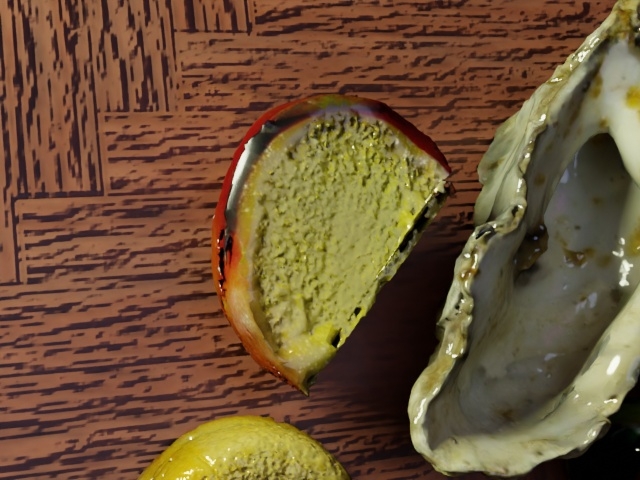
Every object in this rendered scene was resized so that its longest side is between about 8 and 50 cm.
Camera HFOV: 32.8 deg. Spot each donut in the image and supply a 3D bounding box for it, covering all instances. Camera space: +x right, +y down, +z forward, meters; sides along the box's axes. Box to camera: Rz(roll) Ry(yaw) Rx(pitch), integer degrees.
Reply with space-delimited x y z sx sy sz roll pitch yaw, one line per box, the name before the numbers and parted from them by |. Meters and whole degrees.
donut | -0.040 0.169 0.595 0.152 0.058 0.151 3 80 -18

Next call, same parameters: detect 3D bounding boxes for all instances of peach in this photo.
peach | 0.000 0.000 0.626 0.127 0.092 0.172 12 87 -12

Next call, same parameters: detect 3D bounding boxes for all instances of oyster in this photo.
oyster | 0.155 -0.010 0.664 0.166 0.110 0.341 13 67 -3

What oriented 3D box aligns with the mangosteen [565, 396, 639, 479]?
mangosteen | 0.267 0.161 0.632 0.243 0.243 0.242 4 78 -19
